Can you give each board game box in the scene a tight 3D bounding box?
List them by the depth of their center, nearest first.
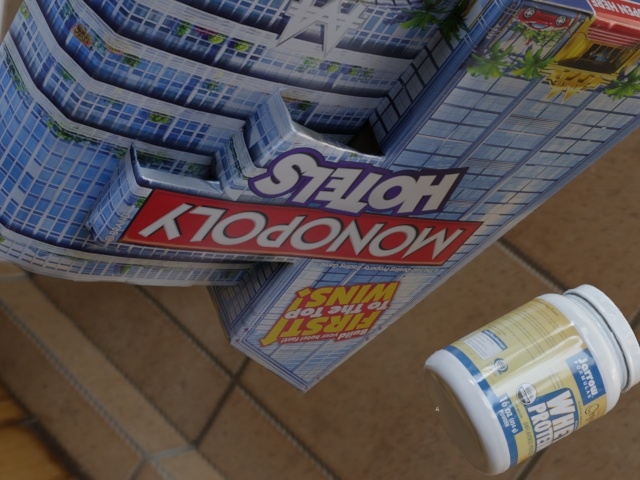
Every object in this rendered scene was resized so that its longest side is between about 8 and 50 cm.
[{"bbox_3d":[-0.006,-0.025,0.383,0.194,0.194,0.060,-51,50,37],"label":"board game box"}]

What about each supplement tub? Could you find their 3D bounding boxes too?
[{"bbox_3d":[0.227,0.145,1.299,0.199,0.144,0.144,-27,74,-12],"label":"supplement tub"}]
